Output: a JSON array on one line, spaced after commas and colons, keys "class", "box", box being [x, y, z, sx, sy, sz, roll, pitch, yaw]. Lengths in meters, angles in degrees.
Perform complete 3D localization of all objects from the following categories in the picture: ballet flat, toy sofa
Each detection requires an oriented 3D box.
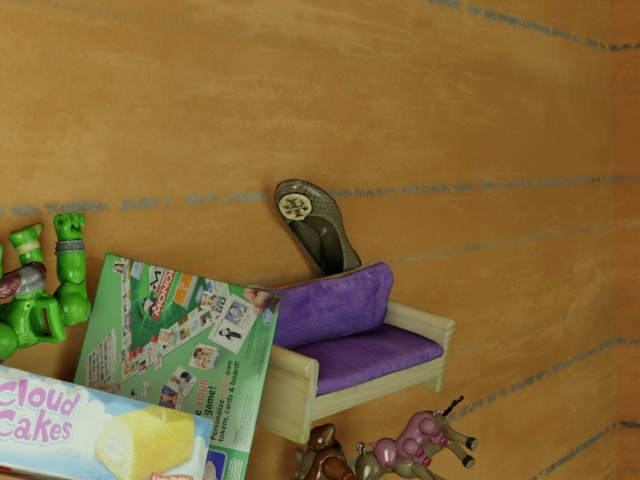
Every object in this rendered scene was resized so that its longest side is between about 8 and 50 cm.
[{"class": "ballet flat", "box": [0.000, 0.000, 1.604, 0.250, 0.084, 0.058, 60, 33, -47]}, {"class": "toy sofa", "box": [0.036, 0.146, 1.533, 0.362, 0.150, 0.177, -8, 111, -51]}]

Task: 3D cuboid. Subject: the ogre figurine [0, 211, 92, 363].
[{"class": "ogre figurine", "box": [-0.308, 0.053, 1.104, 0.197, 0.097, 0.118, -37, 110, -64]}]

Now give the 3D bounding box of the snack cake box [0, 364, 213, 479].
[{"class": "snack cake box", "box": [-0.259, 0.190, 1.054, 0.264, 0.152, 0.089, 21, 70, -35]}]

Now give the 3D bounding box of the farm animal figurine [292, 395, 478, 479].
[{"class": "farm animal figurine", "box": [0.047, 0.371, 1.586, 0.330, 0.172, 0.326, 2, 110, -45]}]

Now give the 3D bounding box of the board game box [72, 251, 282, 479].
[{"class": "board game box", "box": [-0.178, 0.191, 1.227, 0.046, 0.214, 0.317, 132, -29, -71]}]
